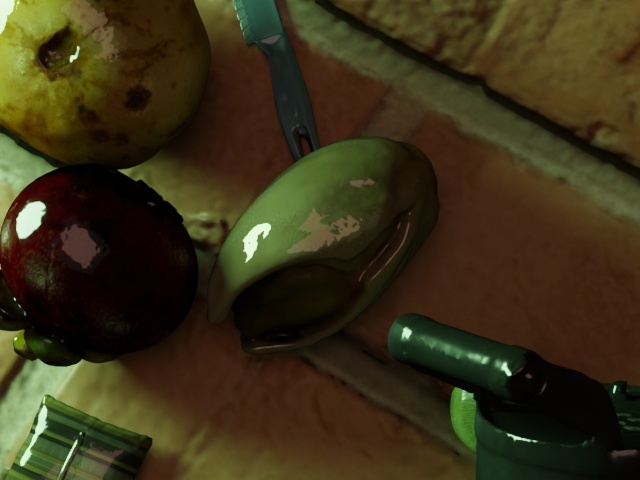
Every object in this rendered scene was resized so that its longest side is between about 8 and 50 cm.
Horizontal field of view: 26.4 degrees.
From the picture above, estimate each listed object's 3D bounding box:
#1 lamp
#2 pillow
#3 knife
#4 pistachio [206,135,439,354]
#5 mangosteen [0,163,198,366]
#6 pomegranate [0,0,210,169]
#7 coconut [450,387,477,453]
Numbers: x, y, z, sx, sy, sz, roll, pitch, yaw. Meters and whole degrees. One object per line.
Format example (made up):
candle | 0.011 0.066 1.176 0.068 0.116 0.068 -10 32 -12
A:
lamp | 0.208 0.236 1.030 0.374 0.205 0.272 18 87 -29
pillow | -0.236 0.246 1.195 0.113 0.038 0.203 20 77 9
knife | -0.053 -0.202 1.319 0.045 0.019 0.313 -17 71 4
pistachio | 0.000 0.000 1.196 0.238 0.153 0.138 -45 115 -5
mangosteen | -0.206 0.032 1.190 0.200 0.200 0.199 -2 74 6
pomegranate | -0.206 -0.169 1.237 0.215 0.215 0.215 -2 74 6
coconut | 0.151 0.141 1.156 0.088 0.096 0.087 1 84 -8
